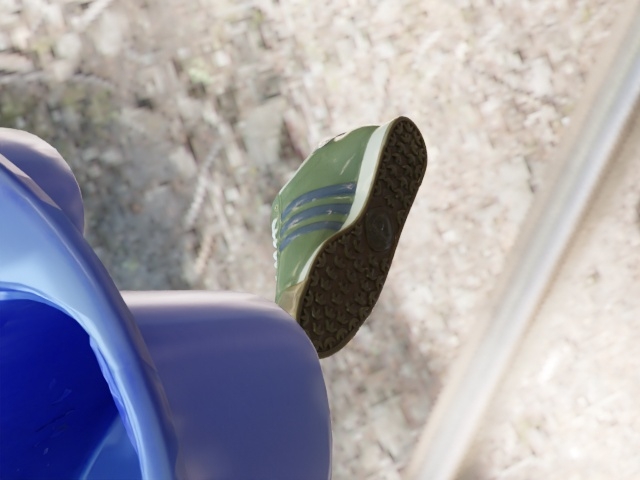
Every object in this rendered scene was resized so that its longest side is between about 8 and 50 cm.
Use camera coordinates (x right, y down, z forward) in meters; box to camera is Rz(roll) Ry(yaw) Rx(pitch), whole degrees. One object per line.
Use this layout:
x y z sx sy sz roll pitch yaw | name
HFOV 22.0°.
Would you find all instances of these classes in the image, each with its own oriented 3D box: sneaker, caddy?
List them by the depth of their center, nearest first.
-0.152 0.116 0.538 0.241 0.179 0.341 34 109 20 | caddy
0.000 0.000 1.091 0.086 0.192 0.064 -4 138 41 | sneaker
